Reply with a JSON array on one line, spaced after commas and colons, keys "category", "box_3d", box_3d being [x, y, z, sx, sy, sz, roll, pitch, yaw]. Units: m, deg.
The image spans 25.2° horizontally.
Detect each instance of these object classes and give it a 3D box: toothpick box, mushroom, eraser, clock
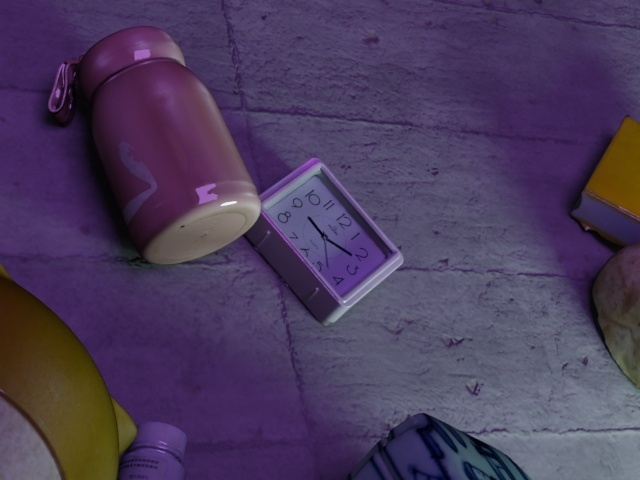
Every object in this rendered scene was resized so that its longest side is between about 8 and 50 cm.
[{"category": "toothpick box", "box_3d": [-0.408, 0.224, 1.387, 0.409, 0.409, 0.425, 41, 52, -3]}, {"category": "mushroom", "box_3d": [0.546, 0.103, 2.140, 0.195, 0.189, 0.253, -19, 75, -33]}, {"category": "eraser", "box_3d": [0.511, -0.084, 2.286, 0.158, 0.069, 0.226, 31, 50, 7]}, {"category": "clock", "box_3d": [0.000, 0.000, 1.965, 0.197, 0.063, 0.150, 49, 50, 4]}]

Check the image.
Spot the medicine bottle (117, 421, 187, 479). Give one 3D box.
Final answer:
[{"category": "medicine bottle", "box_3d": [-0.199, 0.283, 1.671, 0.080, 0.080, 0.130, 22, 53, -17]}]

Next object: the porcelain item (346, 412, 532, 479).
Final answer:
[{"category": "porcelain item", "box_3d": [0.182, 0.359, 1.712, 0.286, 0.157, 0.281, 32, 18, -41]}]

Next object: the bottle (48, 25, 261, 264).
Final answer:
[{"category": "bottle", "box_3d": [-0.222, -0.126, 1.851, 0.206, 0.173, 0.296, -23, 74, -3]}]
